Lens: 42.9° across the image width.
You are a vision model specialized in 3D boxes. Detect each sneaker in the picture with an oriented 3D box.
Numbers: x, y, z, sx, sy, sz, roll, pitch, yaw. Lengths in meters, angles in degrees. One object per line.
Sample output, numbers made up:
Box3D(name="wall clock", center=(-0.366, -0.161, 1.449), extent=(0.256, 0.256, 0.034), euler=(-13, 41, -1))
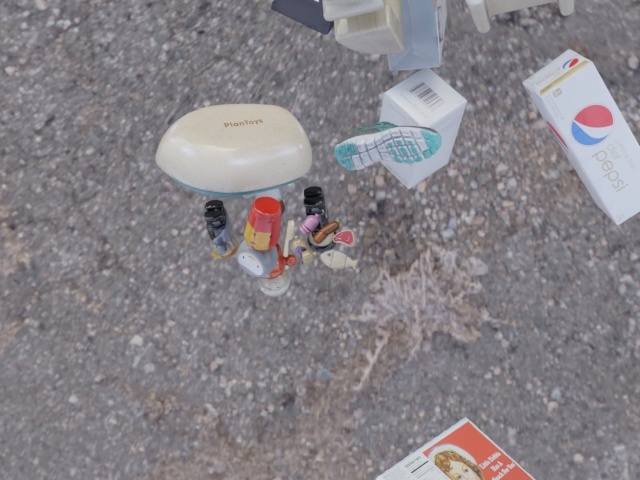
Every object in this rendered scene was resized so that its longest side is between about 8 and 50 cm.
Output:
Box3D(name="sneaker", center=(0.104, -0.154, 1.216), extent=(0.167, 0.076, 0.065), euler=(-1, 130, 29))

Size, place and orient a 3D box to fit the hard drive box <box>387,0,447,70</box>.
Box3D(name="hard drive box", center=(0.160, -0.422, 1.388), extent=(0.089, 0.232, 0.181), euler=(-2, 126, 13))

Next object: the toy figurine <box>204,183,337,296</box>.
Box3D(name="toy figurine", center=(-0.095, -0.022, 1.541), extent=(0.210, 0.213, 0.148), euler=(29, 151, 31))

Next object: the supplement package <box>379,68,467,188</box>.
Box3D(name="supplement package", center=(0.174, -0.199, 1.458), extent=(0.105, 0.105, 0.179), euler=(46, 156, 22))

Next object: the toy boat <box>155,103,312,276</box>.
Box3D(name="toy boat", center=(-0.132, -0.094, 1.357), extent=(0.268, 0.318, 0.148), euler=(-6, 139, -18))

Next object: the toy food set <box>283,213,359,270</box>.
Box3D(name="toy food set", center=(0.000, 0.000, 1.177), extent=(0.122, 0.019, 0.077), euler=(4, 83, 26))

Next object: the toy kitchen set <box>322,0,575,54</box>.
Box3D(name="toy kitchen set", center=(0.062, -0.222, 0.492), extent=(0.166, 0.207, 0.122), euler=(-8, 73, 19))

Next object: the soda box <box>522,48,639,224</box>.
Box3D(name="soda box", center=(0.341, -0.127, 1.015), extent=(0.074, 0.069, 0.216), euler=(-35, 114, 10))

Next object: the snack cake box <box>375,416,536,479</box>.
Box3D(name="snack cake box", center=(0.187, 0.371, 1.170), extent=(0.152, 0.264, 0.089), euler=(40, 118, 25))

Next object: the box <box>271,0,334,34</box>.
Box3D(name="box", center=(0.018, -0.396, 1.106), extent=(0.093, 0.158, 0.156), euler=(27, 144, 5))
